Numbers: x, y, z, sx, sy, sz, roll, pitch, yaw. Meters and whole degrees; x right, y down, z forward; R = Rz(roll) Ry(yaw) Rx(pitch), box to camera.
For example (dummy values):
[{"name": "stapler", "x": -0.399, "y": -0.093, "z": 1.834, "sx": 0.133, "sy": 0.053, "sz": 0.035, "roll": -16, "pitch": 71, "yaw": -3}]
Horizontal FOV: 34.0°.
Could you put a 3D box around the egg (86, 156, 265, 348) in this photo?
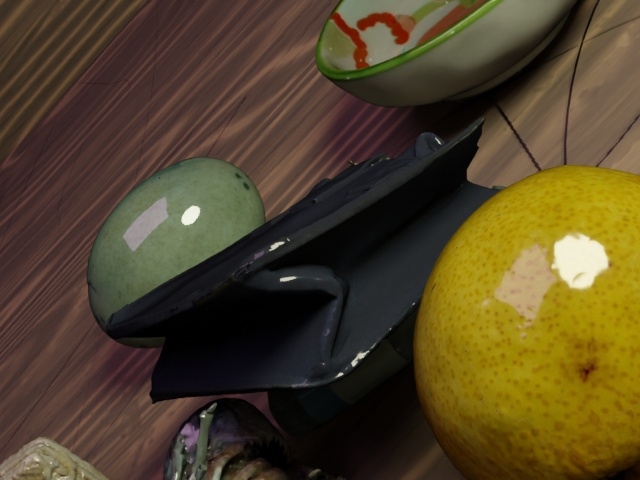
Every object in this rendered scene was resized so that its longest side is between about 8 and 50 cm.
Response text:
[{"name": "egg", "x": -0.161, "y": 0.014, "z": 1.170, "sx": 0.236, "sy": 0.169, "sz": 0.169, "roll": -49, "pitch": 27, "yaw": -5}]

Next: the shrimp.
[{"name": "shrimp", "x": -0.044, "y": 0.209, "z": 0.737, "sx": 0.137, "sy": 0.172, "sz": 0.372, "roll": -55, "pitch": 29, "yaw": -6}]

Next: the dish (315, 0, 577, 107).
[{"name": "dish", "x": 0.158, "y": -0.237, "z": 1.076, "sx": 0.324, "sy": 0.124, "sz": 0.324, "roll": -32, "pitch": 28, "yaw": 19}]

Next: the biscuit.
[{"name": "biscuit", "x": -0.340, "y": 0.302, "z": 1.134, "sx": 0.239, "sy": 0.108, "sz": 0.061, "roll": -38, "pitch": 27, "yaw": 22}]

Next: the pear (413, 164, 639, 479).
[{"name": "pear", "x": 0.149, "y": 0.066, "z": 0.599, "sx": 0.209, "sy": 0.209, "sz": 0.209, "roll": -36, "pitch": 30, "yaw": 25}]

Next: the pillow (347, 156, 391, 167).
[{"name": "pillow", "x": 0.000, "y": 0.000, "z": 1.073, "sx": 0.208, "sy": 0.053, "sz": 0.119, "roll": -53, "pitch": 23, "yaw": -6}]

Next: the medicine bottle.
[{"name": "medicine bottle", "x": 0.043, "y": 0.084, "z": 0.899, "sx": 0.208, "sy": 0.054, "sz": 0.090, "roll": -38, "pitch": 29, "yaw": 16}]

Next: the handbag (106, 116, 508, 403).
[{"name": "handbag", "x": -0.002, "y": 0.023, "z": 0.815, "sx": 0.269, "sy": 0.118, "sz": 0.326, "roll": -36, "pitch": 9, "yaw": -27}]
